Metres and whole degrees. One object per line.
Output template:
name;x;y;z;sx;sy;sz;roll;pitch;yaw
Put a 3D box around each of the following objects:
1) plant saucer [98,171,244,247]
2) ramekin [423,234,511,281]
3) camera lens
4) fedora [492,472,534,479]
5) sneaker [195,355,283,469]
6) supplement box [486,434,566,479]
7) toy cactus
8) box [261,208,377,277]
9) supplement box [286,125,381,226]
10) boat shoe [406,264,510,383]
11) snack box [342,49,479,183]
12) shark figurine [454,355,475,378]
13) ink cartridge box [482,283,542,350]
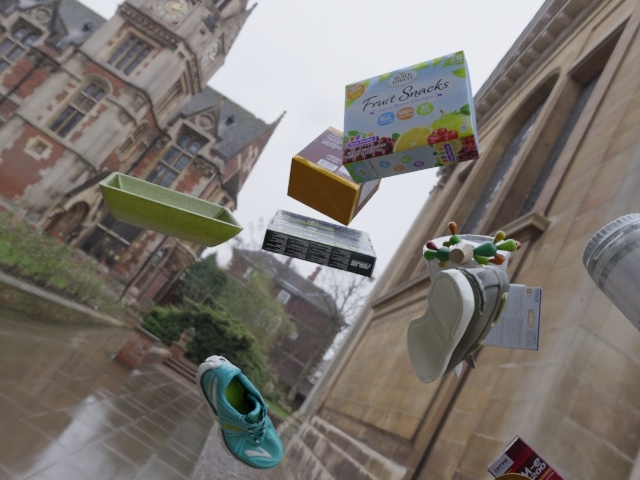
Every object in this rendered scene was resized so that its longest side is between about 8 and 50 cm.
plant saucer;-0.219;-0.042;0.705;0.189;0.045;0.188;18;6;-20
ramekin;0.477;0.078;1.579;0.273;0.273;0.127;13;-65;48
camera lens;0.802;0.092;1.156;0.219;0.220;0.274;50;14;-41
fedora;0.329;0.506;0.855;0.079;0.194;0.194;23;-14;-19
sneaker;-0.148;0.348;0.942;0.110;0.107;0.275;-3;-59;47
supplement box;0.577;0.653;1.276;0.239;0.130;0.073;43;-2;24
toy cactus;0.338;0.017;1.115;0.219;0.112;0.181;4;6;27
box;0.000;0.000;0.874;0.191;0.045;0.184;15;16;-3
supplement box;0.046;-0.175;1.285;0.191;0.194;0.129;29;-42;15
boat shoe;0.213;0.143;0.783;0.305;0.091;0.109;96;-24;-53
snack box;0.143;-0.199;0.794;0.207;0.174;0.070;-8;-29;23
shark figurine;0.340;0.267;1.176;0.116;0.166;0.278;62;-5;12
ink cartridge box;0.641;0.260;1.681;0.224;0.223;0.045;4;1;19
